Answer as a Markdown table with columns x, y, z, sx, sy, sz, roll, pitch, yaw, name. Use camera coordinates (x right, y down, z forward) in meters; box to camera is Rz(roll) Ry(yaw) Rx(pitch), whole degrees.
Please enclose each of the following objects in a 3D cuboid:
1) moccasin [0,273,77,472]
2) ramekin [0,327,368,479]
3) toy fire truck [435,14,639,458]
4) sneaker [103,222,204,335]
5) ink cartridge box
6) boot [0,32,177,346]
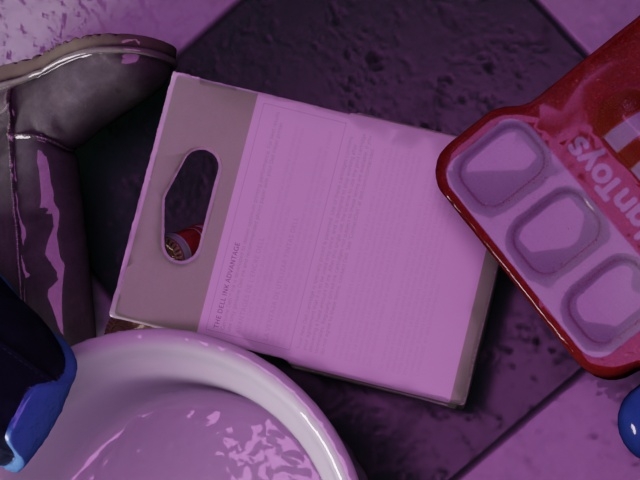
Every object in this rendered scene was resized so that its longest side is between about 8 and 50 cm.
| x | y | z | sx | sy | sz | roll | pitch | yaw | name |
| --- | --- | --- | --- | --- | --- | --- | --- | --- | --- |
| -0.257 | 0.044 | 1.100 | 0.342 | 0.116 | 0.138 | 5 | 68 | 59 | moccasin |
| -0.091 | 0.200 | 1.114 | 0.277 | 0.135 | 0.277 | -2 | 80 | 13 | ramekin |
| 0.247 | -0.002 | 1.052 | 0.254 | 0.169 | 0.302 | -38 | 74 | 6 | toy fire truck |
| -0.103 | 0.039 | 1.201 | 0.042 | 0.067 | 0.118 | 37 | 120 | 15 | sneaker |
| 0.000 | 0.000 | 1.150 | 0.235 | 0.056 | 0.171 | 13 | 84 | 6 | ink cartridge box |
| -0.170 | -0.022 | 1.196 | 0.189 | 0.076 | 0.209 | -15 | 68 | 35 | boot |
